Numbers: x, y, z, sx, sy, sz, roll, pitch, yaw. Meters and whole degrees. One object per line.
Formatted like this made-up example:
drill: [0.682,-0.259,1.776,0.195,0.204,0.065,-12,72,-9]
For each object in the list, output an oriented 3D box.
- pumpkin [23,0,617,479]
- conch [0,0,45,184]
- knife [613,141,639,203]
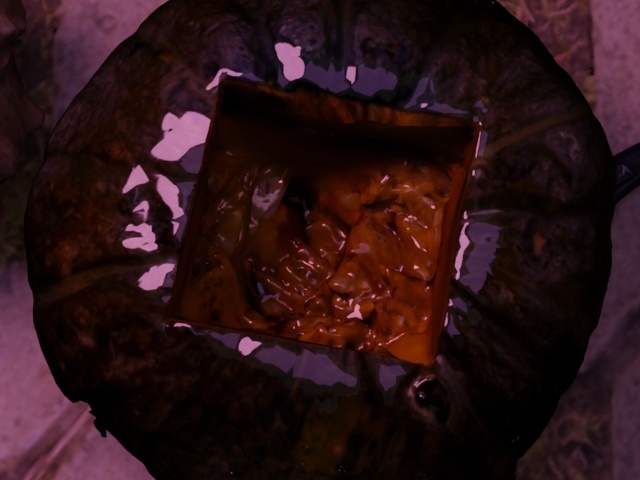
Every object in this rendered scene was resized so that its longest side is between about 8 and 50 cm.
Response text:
pumpkin: [0.000,0.000,0.878,0.320,0.192,0.320,0,83,1]
conch: [-0.330,-0.106,0.889,0.352,0.210,0.297,-24,67,-9]
knife: [0.183,-0.038,0.987,0.121,0.018,0.031,-34,76,-9]
